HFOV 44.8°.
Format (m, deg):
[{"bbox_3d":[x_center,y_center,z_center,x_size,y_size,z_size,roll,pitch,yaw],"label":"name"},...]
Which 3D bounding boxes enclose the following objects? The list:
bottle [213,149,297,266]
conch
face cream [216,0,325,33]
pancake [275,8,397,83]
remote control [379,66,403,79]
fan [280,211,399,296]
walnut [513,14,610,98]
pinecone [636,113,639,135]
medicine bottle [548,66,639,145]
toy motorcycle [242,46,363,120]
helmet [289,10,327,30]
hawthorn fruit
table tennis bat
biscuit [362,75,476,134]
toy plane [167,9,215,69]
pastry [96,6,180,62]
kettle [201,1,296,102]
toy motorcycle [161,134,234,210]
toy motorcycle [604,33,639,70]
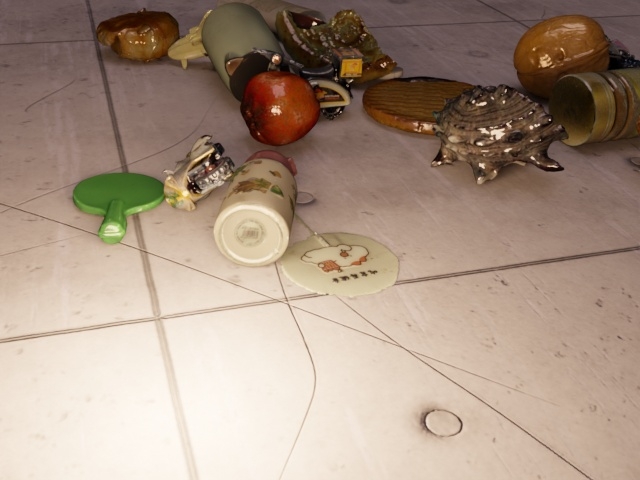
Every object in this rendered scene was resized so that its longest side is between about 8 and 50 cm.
[{"bbox_3d":[-0.098,-0.067,1.275,0.120,0.121,0.253,4,29,1],"label":"bottle"},{"bbox_3d":[0.354,-0.212,1.527,0.240,0.186,0.313,-7,12,-27],"label":"conch"},{"bbox_3d":[-0.163,-0.688,2.340,0.348,0.081,0.173,28,38,36],"label":"face cream"},{"bbox_3d":[0.034,-0.495,1.938,0.376,0.198,0.054,22,-4,23],"label":"pancake"},{"bbox_3d":[0.096,-0.436,1.974,0.244,0.022,0.077,13,30,29],"label":"remote control"},{"bbox_3d":[0.000,-0.001,1.274,0.190,0.009,0.329,-12,34,-23],"label":"fan"},{"bbox_3d":[0.583,-0.442,1.879,0.225,0.193,0.193,-5,28,19],"label":"walnut"},{"bbox_3d":[0.765,-0.227,1.508,0.309,0.244,0.244,9,25,-29],"label":"pinecone"},{"bbox_3d":[0.674,-0.299,1.692,0.322,0.151,0.151,-10,33,-20],"label":"medicine bottle"},{"bbox_3d":[-0.043,-0.343,1.703,0.262,0.157,0.091,-6,30,-18],"label":"toy motorcycle"},{"bbox_3d":[-0.012,-0.547,2.095,0.175,0.106,0.155,10,16,-11],"label":"helmet"},{"bbox_3d":[-0.070,-0.279,1.590,0.157,0.157,0.194,27,43,34],"label":"hawthorn fruit"},{"bbox_3d":[-0.346,-0.062,1.327,0.160,0.039,0.257,-2,26,-9],"label":"table tennis bat"},{"bbox_3d":[0.253,-0.313,1.789,0.317,0.040,0.318,1,30,0],"label":"biscuit"},{"bbox_3d":[-0.277,-0.503,1.976,0.244,0.229,0.093,-18,71,12],"label":"toy plane"},{"bbox_3d":[-0.473,-0.546,2.061,0.218,0.100,0.229,22,41,36],"label":"pastry"},{"bbox_3d":[-0.149,-0.425,1.834,0.240,0.165,0.255,19,27,-36],"label":"kettle"},{"bbox_3d":[-0.218,-0.119,1.362,0.129,0.094,0.229,-38,20,0],"label":"toy motorcycle"},{"bbox_3d":[0.721,-0.494,2.067,0.239,0.108,0.204,15,39,-2],"label":"toy motorcycle"}]
